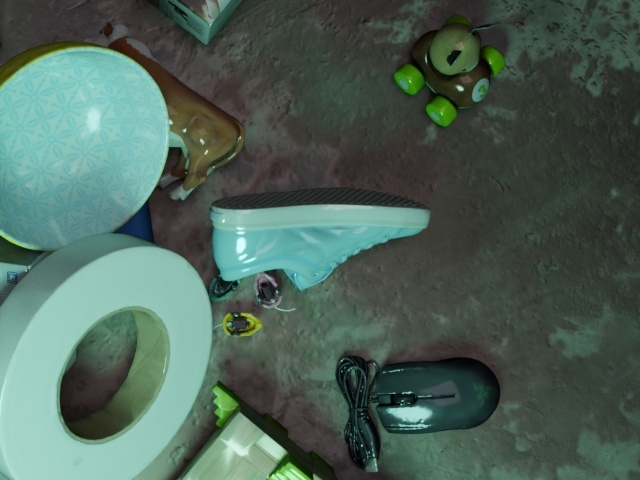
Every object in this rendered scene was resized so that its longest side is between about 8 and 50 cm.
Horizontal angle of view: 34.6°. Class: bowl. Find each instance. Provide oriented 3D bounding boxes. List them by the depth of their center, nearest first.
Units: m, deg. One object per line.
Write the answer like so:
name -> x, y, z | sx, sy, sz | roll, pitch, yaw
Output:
bowl -> -0.369, -0.147, 1.403 | 0.289, 0.156, 0.289 | -23, 129, -32

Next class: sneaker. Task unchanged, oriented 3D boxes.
sneaker -> 0.000, 0.000, 1.647 | 0.366, 0.135, 0.150 | -2, 107, -16

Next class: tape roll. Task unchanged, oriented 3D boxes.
tape roll -> -0.312, 0.182, 1.458 | 0.072, 0.392, 0.392 | 21, 78, 34

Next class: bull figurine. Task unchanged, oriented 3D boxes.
bull figurine -> -0.274, -0.204, 1.625 | 0.310, 0.101, 0.188 | 34, 87, 2

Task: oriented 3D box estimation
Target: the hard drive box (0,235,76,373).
hard drive box -> -0.421, 0.104, 1.475 | 0.089, 0.181, 0.232 | 7, 110, 6

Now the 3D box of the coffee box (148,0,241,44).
coffee box -> -0.249, -0.479, 1.648 | 0.297, 0.119, 0.168 | 37, 80, -4

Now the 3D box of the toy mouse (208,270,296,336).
toy mouse -> -0.122, 0.083, 1.654 | 0.161, 0.031, 0.143 | -3, 81, -12

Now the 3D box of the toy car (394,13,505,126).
toy car -> 0.231, -0.297, 1.677 | 0.149, 0.188, 0.155 | 45, 79, -3

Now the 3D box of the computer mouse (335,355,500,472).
computer mouse -> 0.171, 0.262, 1.666 | 0.272, 0.072, 0.188 | -8, 85, -11

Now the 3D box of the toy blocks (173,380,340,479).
toy blocks -> -0.095, 0.440, 1.566 | 0.381, 0.191, 0.261 | 40, 91, -3

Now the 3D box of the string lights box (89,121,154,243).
string lights box -> -0.333, -0.058, 1.556 | 0.133, 0.077, 0.259 | -4, 103, 7
